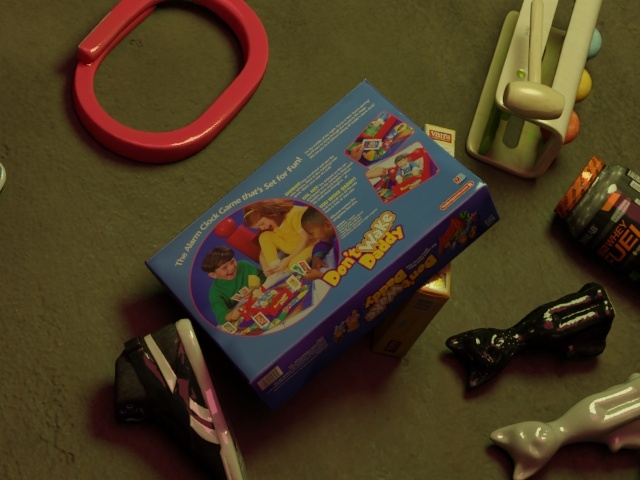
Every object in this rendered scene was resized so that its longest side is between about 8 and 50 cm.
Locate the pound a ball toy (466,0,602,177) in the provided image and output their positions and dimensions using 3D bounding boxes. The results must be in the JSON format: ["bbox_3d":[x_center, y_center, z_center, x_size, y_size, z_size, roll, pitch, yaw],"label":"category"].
[{"bbox_3d":[0.309,-0.230,2.180,0.135,0.208,0.319,22,56,-4],"label":"pound a ball toy"}]

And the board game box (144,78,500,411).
[{"bbox_3d":[0.000,0.000,1.900,0.347,0.078,0.233,-40,54,-6],"label":"board game box"}]

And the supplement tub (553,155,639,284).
[{"bbox_3d":[0.409,-0.020,2.143,0.190,0.117,0.117,36,57,6],"label":"supplement tub"}]

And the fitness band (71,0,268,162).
[{"bbox_3d":[-0.194,-0.223,2.116,0.209,0.054,0.291,37,58,3],"label":"fitness band"}]

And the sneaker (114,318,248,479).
[{"bbox_3d":[-0.168,0.209,1.865,0.121,0.079,0.217,-20,83,1],"label":"sneaker"}]

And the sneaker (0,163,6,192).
[{"bbox_3d":[-0.471,-0.066,1.916,0.211,0.081,0.080,-10,63,-24],"label":"sneaker"}]

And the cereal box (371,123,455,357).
[{"bbox_3d":[0.115,0.001,2.006,0.047,0.173,0.240,13,59,-11],"label":"cereal box"}]

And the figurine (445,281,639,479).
[{"bbox_3d":[0.286,0.180,2.016,0.209,0.092,0.215,-17,67,-16],"label":"figurine"}]
